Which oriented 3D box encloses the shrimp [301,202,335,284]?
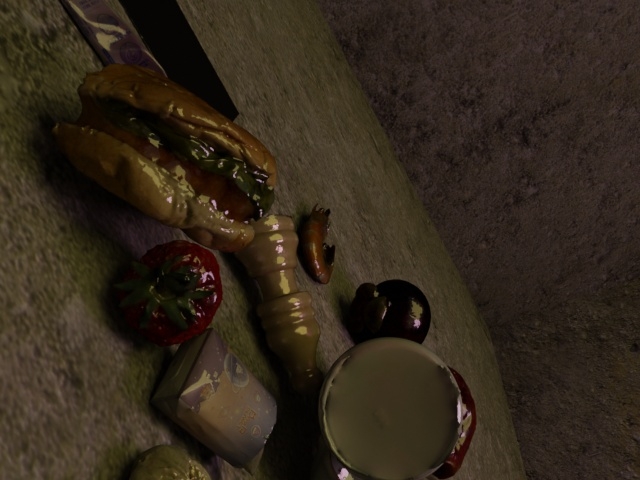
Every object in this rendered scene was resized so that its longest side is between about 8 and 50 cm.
[{"bbox_3d":[0.000,0.000,1.506,0.248,0.068,0.150,-82,158,-49],"label":"shrimp"}]

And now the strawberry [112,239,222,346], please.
[{"bbox_3d":[-0.182,0.061,0.808,0.131,0.131,0.148,64,-4,-12],"label":"strawberry"}]

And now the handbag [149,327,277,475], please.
[{"bbox_3d":[-0.129,0.211,0.830,0.173,0.095,0.117,52,39,-26],"label":"handbag"}]

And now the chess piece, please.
[{"bbox_3d":[-0.063,0.117,1.114,0.139,0.124,0.307,136,-62,-76],"label":"chess piece"}]

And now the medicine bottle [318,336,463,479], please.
[{"bbox_3d":[0.108,0.273,1.094,0.378,0.214,0.213,77,-6,-80],"label":"medicine bottle"}]

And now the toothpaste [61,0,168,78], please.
[{"bbox_3d":[-0.311,-0.297,0.974,0.301,0.048,0.075,54,48,-18],"label":"toothpaste"}]

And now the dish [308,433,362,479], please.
[{"bbox_3d":[0.034,0.422,1.004,0.229,0.081,0.229,58,-1,2],"label":"dish"}]

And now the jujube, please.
[{"bbox_3d":[0.280,0.435,1.585,0.197,0.197,0.290,55,27,-34],"label":"jujube"}]

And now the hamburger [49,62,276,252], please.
[{"bbox_3d":[-0.158,-0.091,0.852,0.209,0.162,0.330,32,-3,22],"label":"hamburger"}]

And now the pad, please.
[{"bbox_3d":[-0.275,-0.369,1.235,0.367,0.007,0.247,61,19,-19],"label":"pad"}]

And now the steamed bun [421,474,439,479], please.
[{"bbox_3d":[0.211,0.573,1.189,0.275,0.206,0.320,64,21,-18],"label":"steamed bun"}]

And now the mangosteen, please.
[{"bbox_3d":[0.166,0.187,1.559,0.210,0.210,0.209,55,21,-34],"label":"mangosteen"}]

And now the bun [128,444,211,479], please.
[{"bbox_3d":[-0.157,0.276,0.692,0.115,0.069,0.115,54,23,-37],"label":"bun"}]
